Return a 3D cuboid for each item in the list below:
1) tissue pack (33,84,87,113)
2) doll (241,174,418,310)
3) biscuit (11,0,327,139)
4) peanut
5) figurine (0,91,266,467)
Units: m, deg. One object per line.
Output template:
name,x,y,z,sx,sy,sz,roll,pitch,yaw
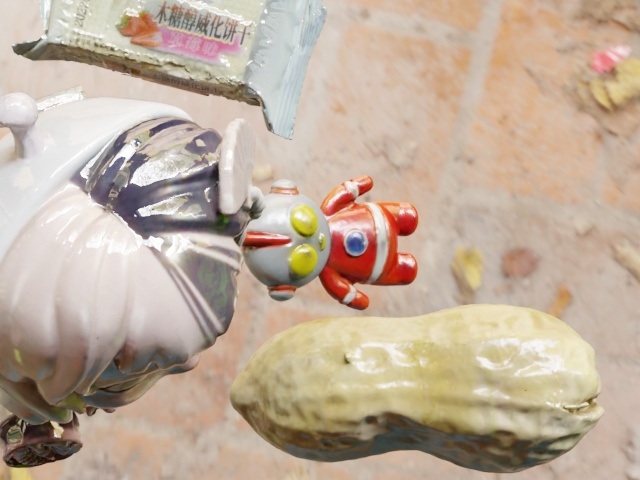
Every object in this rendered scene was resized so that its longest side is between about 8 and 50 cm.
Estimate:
tissue pack,-0.243,-0.100,1.672,0.063,0.035,0.083,-21,79,-13
doll,0.000,0.000,1.803,0.245,0.076,0.142,4,87,-40
biscuit,-0.154,-0.238,1.861,0.309,0.079,0.186,16,84,1
peanut,0.075,0.121,1.427,0.313,0.149,0.149,-5,110,16
figurine,-0.180,0.032,1.308,0.211,0.361,0.253,28,70,-7
